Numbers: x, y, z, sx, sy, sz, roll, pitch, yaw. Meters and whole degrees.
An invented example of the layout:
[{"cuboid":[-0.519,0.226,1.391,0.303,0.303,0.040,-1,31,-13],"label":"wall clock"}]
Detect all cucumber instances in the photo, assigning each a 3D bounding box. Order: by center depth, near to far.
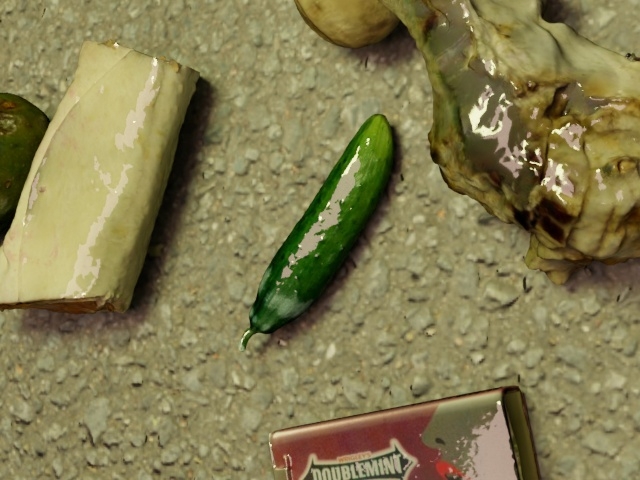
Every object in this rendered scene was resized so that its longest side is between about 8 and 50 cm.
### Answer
[{"cuboid":[0.000,0.000,1.202,0.056,0.056,0.250,37,102,23],"label":"cucumber"}]

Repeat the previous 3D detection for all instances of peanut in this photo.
[{"cuboid":[0.001,-0.290,1.167,0.122,0.137,0.253,-26,96,51],"label":"peanut"}]

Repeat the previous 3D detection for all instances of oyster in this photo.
[{"cuboid":[0.159,-0.127,1.058,0.198,0.133,0.337,-32,79,32],"label":"oyster"}]

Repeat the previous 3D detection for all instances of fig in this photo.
[{"cuboid":[-0.333,-0.059,1.350,0.117,0.117,0.177,34,112,24],"label":"fig"}]

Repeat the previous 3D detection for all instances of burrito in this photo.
[{"cuboid":[-0.214,-0.043,1.280,0.143,0.105,0.299,25,98,22],"label":"burrito"}]

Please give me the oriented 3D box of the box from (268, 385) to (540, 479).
[{"cuboid":[0.071,0.200,1.145,0.224,0.069,0.120,-16,80,25],"label":"box"}]
